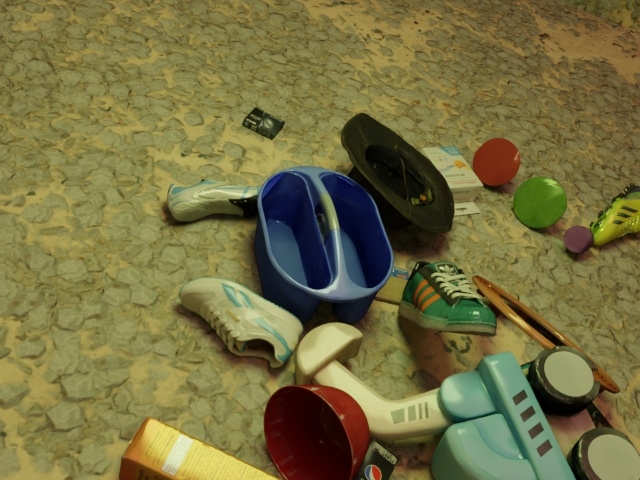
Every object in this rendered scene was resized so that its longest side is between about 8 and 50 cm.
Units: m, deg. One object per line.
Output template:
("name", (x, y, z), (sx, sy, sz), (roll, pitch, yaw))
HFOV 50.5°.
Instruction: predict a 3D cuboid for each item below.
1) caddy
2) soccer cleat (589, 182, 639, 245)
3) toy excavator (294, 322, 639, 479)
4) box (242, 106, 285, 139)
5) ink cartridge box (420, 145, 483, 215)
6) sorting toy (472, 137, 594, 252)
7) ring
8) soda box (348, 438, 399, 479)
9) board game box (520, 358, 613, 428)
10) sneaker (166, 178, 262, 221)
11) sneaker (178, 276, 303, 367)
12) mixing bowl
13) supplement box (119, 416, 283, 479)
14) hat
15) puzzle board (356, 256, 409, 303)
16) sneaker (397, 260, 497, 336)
("caddy", (0.000, 0.000, 1.302), (0.242, 0.179, 0.341), (0, 48, -18))
("soccer cleat", (0.784, -0.054, 1.739), (0.121, 0.093, 0.289), (46, 49, 13))
("toy excavator", (0.217, 0.299, 1.112), (0.446, 0.222, 0.432), (-10, 55, -14))
("box", (-0.137, -0.282, 1.637), (0.083, 0.018, 0.067), (28, 44, 5))
("ink cartridge box", (0.322, -0.148, 1.662), (0.105, 0.061, 0.181), (-7, 52, -27))
("sorting toy", (0.545, -0.109, 1.712), (0.365, 0.127, 0.126), (49, 20, 20))
("ring", (0.422, 0.182, 1.304), (0.337, 0.032, 0.336), (35, 12, -9))
("soda box", (0.057, 0.393, 1.045), (0.053, 0.060, 0.169), (37, 46, 6))
("board game box", (0.460, 0.312, 1.308), (0.126, 0.026, 0.186), (-14, 55, -31))
("sneaker", (-0.195, -0.092, 1.385), (0.237, 0.085, 0.086), (-6, 62, -27))
("sneaker", (-0.147, 0.140, 1.187), (0.229, 0.087, 0.092), (24, 46, 3))
("mixing bowl", (0.008, 0.295, 1.049), (0.098, 0.181, 0.181), (-15, 55, -48))
("supplement box", (-0.169, 0.349, 0.986), (0.234, 0.078, 0.080), (23, 44, 1))
("hat", (0.144, -0.119, 1.506), (0.331, 0.134, 0.331), (29, 39, -27))
("puzzle board", (0.124, 0.085, 1.400), (0.128, 0.011, 0.096), (14, 44, -9))
("sneaker", (0.223, 0.098, 1.225), (0.108, 0.302, 0.120), (8, 91, -17))
